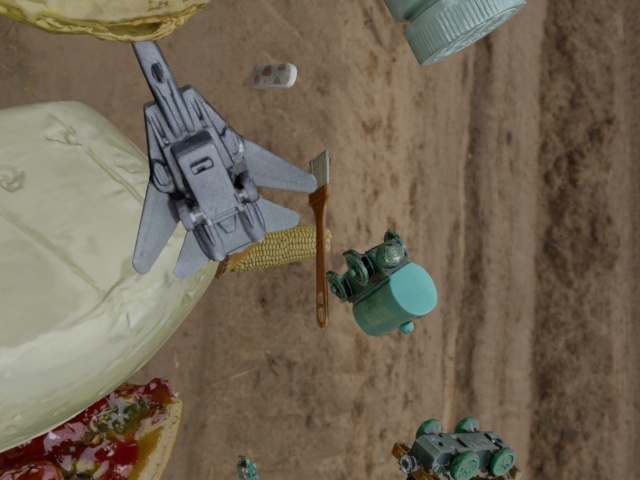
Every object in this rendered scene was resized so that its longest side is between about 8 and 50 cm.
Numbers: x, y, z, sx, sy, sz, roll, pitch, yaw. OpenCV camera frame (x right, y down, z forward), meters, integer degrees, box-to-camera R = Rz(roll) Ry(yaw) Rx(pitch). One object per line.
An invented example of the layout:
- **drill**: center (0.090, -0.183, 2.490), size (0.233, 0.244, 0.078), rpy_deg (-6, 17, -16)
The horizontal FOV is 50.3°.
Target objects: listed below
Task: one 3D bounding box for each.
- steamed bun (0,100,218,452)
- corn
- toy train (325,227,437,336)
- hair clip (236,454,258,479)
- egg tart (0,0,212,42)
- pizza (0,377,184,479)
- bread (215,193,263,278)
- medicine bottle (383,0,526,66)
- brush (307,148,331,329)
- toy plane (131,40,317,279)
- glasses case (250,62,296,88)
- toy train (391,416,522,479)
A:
- **steamed bun**: center (-0.377, 0.056, 0.888), size (0.456, 0.371, 0.290), rpy_deg (-34, 162, -42)
- **corn**: center (-0.119, 0.016, 1.858), size (0.106, 0.305, 0.106), rpy_deg (170, -90, -90)
- **toy train**: center (0.097, 0.080, 1.081), size (0.101, 0.248, 0.159), rpy_deg (-32, 82, -19)
- **hair clip**: center (-0.164, 0.540, 1.546), size (0.049, 0.049, 0.173), rpy_deg (-57, 155, -42)
- **egg tart**: center (-0.216, -0.289, 0.549), size (0.319, 0.319, 0.128), rpy_deg (-43, 164, -50)
- **pizza**: center (-0.458, 0.335, 1.028), size (0.440, 0.406, 0.130), rpy_deg (-57, 174, -29)
- **bread**: center (-0.202, -0.058, 1.487), size (0.163, 0.204, 0.262), rpy_deg (-18, 145, -32)
- **medicine bottle**: center (0.122, -0.404, 0.887), size (0.158, 0.158, 0.318), rpy_deg (-32, 94, -54)
- **brush**: center (0.000, 0.000, 1.199), size (0.017, 0.090, 0.314), rpy_deg (2, 80, -20)
- **toy plane**: center (-0.122, -0.091, 0.648), size (0.212, 0.088, 0.267), rpy_deg (-26, 130, -9)
- **glasses case**: center (-0.123, -0.427, 1.773), size (0.041, 0.164, 0.063), rpy_deg (10, 91, -46)
- **toy train**: center (0.189, 0.328, 0.957), size (0.228, 0.091, 0.136), rpy_deg (7, 108, -36)
